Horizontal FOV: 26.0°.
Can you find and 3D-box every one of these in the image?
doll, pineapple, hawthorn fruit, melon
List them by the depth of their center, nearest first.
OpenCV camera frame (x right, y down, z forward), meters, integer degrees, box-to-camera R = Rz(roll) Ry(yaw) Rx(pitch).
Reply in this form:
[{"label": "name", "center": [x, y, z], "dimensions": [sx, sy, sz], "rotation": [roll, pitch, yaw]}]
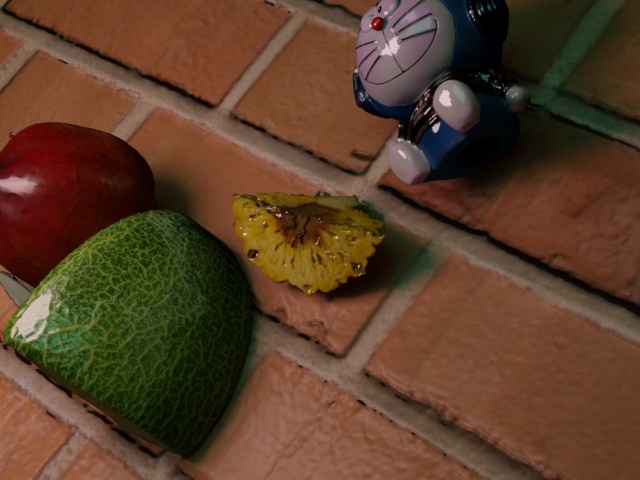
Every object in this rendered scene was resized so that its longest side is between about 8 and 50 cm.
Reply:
[{"label": "melon", "center": [-0.256, 0.107, 2.069], "dimensions": [0.331, 0.226, 0.344], "rotation": [30, 70, -4]}, {"label": "doll", "center": [0.175, -0.256, 2.091], "dimensions": [0.284, 0.240, 0.310], "rotation": [-41, 61, 31]}, {"label": "pineapple", "center": [-0.006, -0.001, 2.097], "dimensions": [0.249, 0.140, 0.164], "rotation": [12, 21, 15]}, {"label": "hawthorn fruit", "center": [-0.394, -0.044, 2.175], "dimensions": [0.295, 0.311, 0.295], "rotation": [0, 88, 11]}]

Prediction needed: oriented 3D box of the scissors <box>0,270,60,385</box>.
[{"label": "scissors", "center": [-0.440, 0.126, 2.241], "dimensions": [0.138, 0.041, 0.289], "rotation": [-46, 55, -11]}]
